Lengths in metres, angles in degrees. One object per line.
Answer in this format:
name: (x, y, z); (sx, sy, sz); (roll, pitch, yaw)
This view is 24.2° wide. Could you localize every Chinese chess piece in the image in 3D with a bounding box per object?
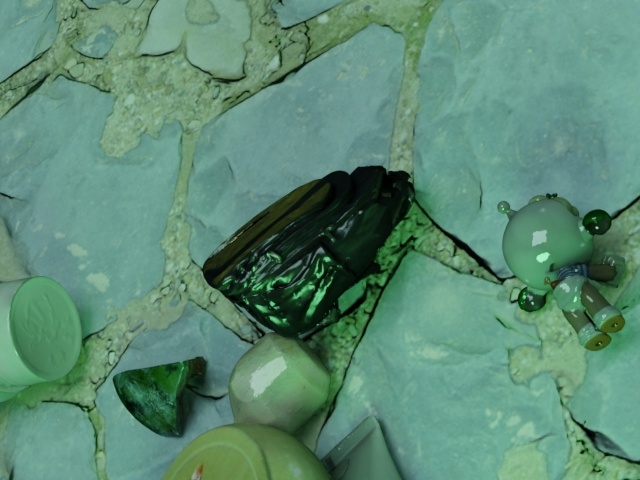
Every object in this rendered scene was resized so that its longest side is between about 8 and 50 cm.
Chinese chess piece: (-0.094, 0.321, 1.620); (0.251, 0.097, 0.251); (-28, 49, 38)

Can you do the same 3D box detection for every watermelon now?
watermelon: (-0.203, 0.188, 1.833); (0.155, 0.080, 0.101); (-4, 100, 30)

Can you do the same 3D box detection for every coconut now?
coconut: (-0.052, 0.171, 1.707); (0.124, 0.110, 0.110); (-43, 51, 4)

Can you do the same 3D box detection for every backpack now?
backpack: (0.000, 0.000, 1.724); (0.258, 0.133, 0.206); (-43, 19, -4)

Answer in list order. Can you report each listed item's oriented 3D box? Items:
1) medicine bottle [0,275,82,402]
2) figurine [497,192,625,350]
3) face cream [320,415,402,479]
medicine bottle: (-0.468, 0.136, 1.953); (0.293, 0.170, 0.170); (-11, 61, 30)
figurine: (0.260, 0.029, 1.576); (0.147, 0.093, 0.197); (-53, 54, 29)
face cream: (0.062, 0.326, 1.562); (0.143, 0.089, 0.314); (-45, 43, 11)
